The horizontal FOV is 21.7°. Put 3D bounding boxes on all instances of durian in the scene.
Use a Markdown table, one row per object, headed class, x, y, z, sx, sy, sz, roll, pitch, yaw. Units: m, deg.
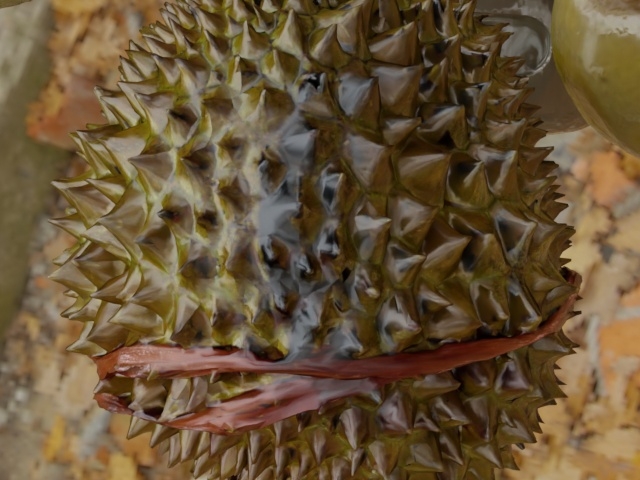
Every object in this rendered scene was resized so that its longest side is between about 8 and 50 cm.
| class | x | y | z | sx | sy | sz | roll | pitch | yaw |
| --- | --- | --- | --- | --- | --- | --- | --- | --- | --- |
| durian | 0.005 | -0.001 | 1.054 | 0.347 | 0.347 | 0.384 | -36 | 66 | 28 |

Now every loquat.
| class | x | y | z | sx | sy | sz | roll | pitch | yaw |
| --- | --- | --- | --- | --- | --- | --- | --- | --- | --- |
| loquat | 0.268 | -0.157 | 1.218 | 0.213 | 0.213 | 0.213 | -14 | 68 | 38 |

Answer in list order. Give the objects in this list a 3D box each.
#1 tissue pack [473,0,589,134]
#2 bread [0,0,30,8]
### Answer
| class | x | y | z | sx | sy | sz | roll | pitch | yaw |
| --- | --- | --- | --- | --- | --- | --- | --- | --- | --- |
| tissue pack | 0.099 | -0.231 | 1.514 | 0.387 | 0.277 | 0.267 | 7 | 116 | 6 |
| bread | -0.276 | -0.216 | 1.063 | 0.267 | 0.267 | 0.041 | -9 | 68 | 40 |
